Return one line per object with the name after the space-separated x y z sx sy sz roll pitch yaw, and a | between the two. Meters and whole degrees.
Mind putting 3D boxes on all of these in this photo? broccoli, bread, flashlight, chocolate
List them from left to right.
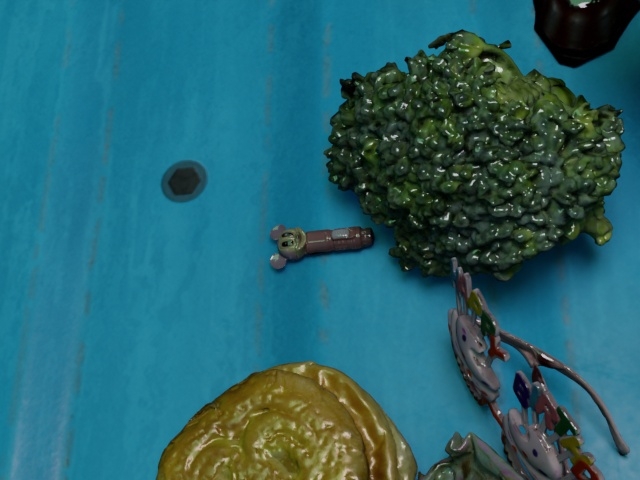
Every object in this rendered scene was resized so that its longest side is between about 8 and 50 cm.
-0.040 0.218 0.874 0.236 0.120 0.198 -40 61 -8 | bread
0.000 0.000 1.021 0.110 0.031 0.052 -6 63 10 | flashlight
0.157 -0.081 0.959 0.245 0.248 0.288 -14 52 -42 | broccoli
0.291 -0.271 1.060 0.125 0.080 0.149 -3 62 12 | chocolate

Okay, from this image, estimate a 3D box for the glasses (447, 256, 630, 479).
0.188 0.127 0.844 0.095 0.162 0.255 -29 62 -6 | glasses

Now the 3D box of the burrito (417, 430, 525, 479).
0.178 0.262 0.774 0.309 0.066 0.096 41 108 53 | burrito

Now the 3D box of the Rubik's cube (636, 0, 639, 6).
0.458 -0.228 0.831 0.307 0.305 0.310 -48 63 18 | Rubik's cube
